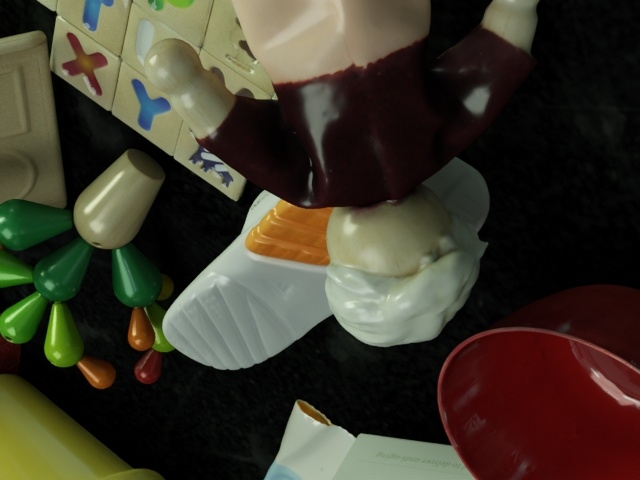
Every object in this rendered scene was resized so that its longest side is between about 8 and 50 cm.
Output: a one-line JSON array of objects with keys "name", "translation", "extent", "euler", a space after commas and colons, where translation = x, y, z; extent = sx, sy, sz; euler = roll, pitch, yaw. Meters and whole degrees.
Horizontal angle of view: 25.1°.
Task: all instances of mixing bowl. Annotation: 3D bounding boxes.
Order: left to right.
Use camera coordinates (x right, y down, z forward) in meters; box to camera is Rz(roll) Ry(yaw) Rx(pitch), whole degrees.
[{"name": "mixing bowl", "translation": [0.169, 0.093, 0.839], "extent": [0.181, 0.098, 0.181], "euler": [24, 139, 23]}]

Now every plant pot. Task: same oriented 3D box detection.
[{"name": "plant pot", "translation": [-0.267, 0.260, 1.304], "extent": [0.239, 0.254, 0.254], "euler": [49, 146, 20]}]

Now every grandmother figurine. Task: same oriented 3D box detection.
[{"name": "grandmother figurine", "translation": [0.018, -0.098, 0.738], "extent": [0.208, 0.104, 0.342], "euler": [-12, 114, 3]}]

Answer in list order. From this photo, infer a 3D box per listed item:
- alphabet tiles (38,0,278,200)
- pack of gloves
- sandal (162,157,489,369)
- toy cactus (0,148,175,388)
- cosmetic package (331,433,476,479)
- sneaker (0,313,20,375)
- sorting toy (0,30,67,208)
[{"name": "alphabet tiles", "translation": [-0.084, -0.174, 0.883], "extent": [0.285, 0.011, 0.342], "euler": [36, 143, 10]}, {"name": "pack of gloves", "translation": [0.025, 0.255, 1.177], "extent": [0.195, 0.046, 0.232], "euler": [35, 143, 11]}, {"name": "sandal", "translation": [-0.008, -0.005, 0.911], "extent": [0.102, 0.076, 0.265], "euler": [35, 133, -26]}, {"name": "toy cactus", "translation": [-0.175, 0.007, 1.064], "extent": [0.219, 0.112, 0.180], "euler": [34, 113, -16]}, {"name": "cosmetic package", "translation": [0.125, 0.331, 1.053], "extent": [0.197, 0.155, 0.365], "euler": [4, 128, 30]}, {"name": "sneaker", "translation": [-0.351, 0.054, 1.319], "extent": [0.128, 0.087, 0.221], "euler": [41, 150, 35]}, {"name": "sorting toy", "translation": [-0.286, -0.067, 1.041], "extent": [0.208, 0.193, 0.038], "euler": [98, 152, -54]}]
